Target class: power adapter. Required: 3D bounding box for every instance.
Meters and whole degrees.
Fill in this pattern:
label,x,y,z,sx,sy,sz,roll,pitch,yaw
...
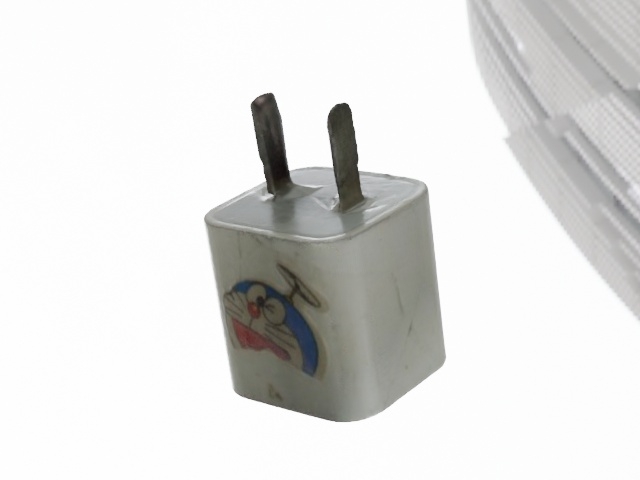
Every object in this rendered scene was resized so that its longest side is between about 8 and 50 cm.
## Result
label,x,y,z,sx,sy,sz,roll,pitch,yaw
power adapter,0.000,0.000,0.984,0.130,0.204,0.125,9,-153,39
